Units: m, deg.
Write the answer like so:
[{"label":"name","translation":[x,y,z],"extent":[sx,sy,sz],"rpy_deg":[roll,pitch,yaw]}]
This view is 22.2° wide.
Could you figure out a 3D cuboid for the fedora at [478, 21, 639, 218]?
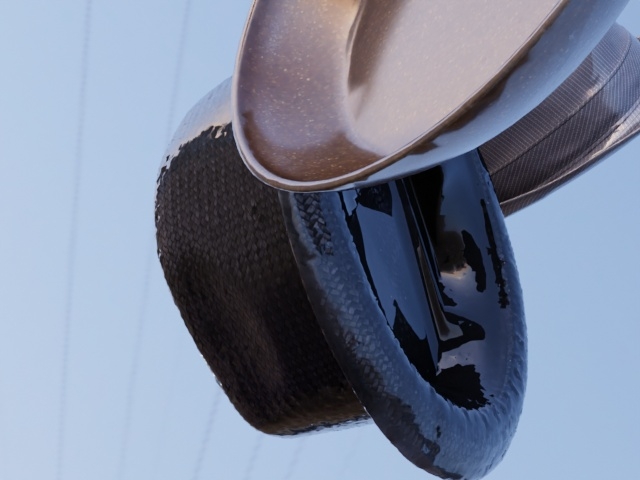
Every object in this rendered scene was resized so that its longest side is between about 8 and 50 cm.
[{"label":"fedora","translation":[0.160,-0.128,1.335],"extent":[0.275,0.244,0.124],"rpy_deg":[-30,-71,29]}]

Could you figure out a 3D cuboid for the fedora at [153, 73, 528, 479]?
[{"label":"fedora","translation":[0.000,0.000,1.000],"extent":[0.152,0.334,0.334],"rpy_deg":[-21,-66,26]}]

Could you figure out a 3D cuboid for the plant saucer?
[{"label":"plant saucer","translation":[0.047,-0.094,0.504],"extent":[0.036,0.198,0.198],"rpy_deg":[32,-22,-29]}]
